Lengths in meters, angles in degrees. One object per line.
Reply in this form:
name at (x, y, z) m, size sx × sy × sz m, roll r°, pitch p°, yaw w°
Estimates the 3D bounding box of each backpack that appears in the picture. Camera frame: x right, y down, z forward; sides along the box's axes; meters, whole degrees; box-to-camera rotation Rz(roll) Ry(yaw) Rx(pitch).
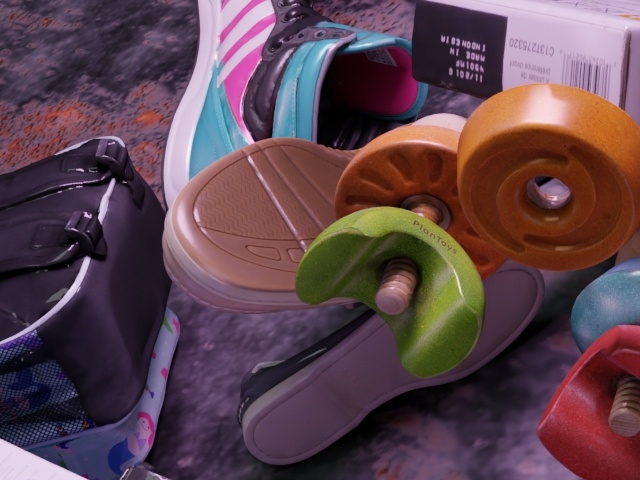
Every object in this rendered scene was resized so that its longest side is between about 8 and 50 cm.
backpack at (-0.223, 0.062, 1.293) m, size 0.253 × 0.191 × 0.225 m, roll -13°, pitch 32°, yaw 13°

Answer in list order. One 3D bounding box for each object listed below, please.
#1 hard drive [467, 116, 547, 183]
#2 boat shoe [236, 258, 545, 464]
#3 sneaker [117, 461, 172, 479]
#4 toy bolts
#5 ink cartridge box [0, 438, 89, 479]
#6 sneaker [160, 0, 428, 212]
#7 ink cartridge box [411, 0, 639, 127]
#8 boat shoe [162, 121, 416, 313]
hard drive at (0.154, -0.079, 1.344) m, size 0.135 × 0.022 × 0.094 m, roll -32°, pitch 31°, yaw -2°
boat shoe at (0.038, 0.058, 1.196) m, size 0.206 × 0.075 × 0.065 m, roll -31°, pitch 34°, yaw 7°
sneaker at (-0.128, 0.175, 1.177) m, size 0.152 × 0.058 × 0.084 m, roll -4°, pitch 45°, yaw 29°
toy bolts at (0.138, -0.007, 1.050) m, size 0.218 × 0.228 × 0.158 m, roll -45°, pitch 12°, yaw 41°
ink cartridge box at (-0.123, 0.190, 1.015) m, size 0.045 × 0.206 × 0.208 m, roll -41°, pitch 32°, yaw -23°
sneaker at (-0.006, -0.145, 1.428) m, size 0.178 × 0.124 × 0.295 m, roll -5°, pitch 65°, yaw 32°
ink cartridge box at (0.252, -0.115, 1.160) m, size 0.371 × 0.069 × 0.176 m, roll -8°, pitch 17°, yaw -34°
boat shoe at (0.000, 0.000, 1.188) m, size 0.098 × 0.109 × 0.302 m, roll -45°, pitch -14°, yaw 32°
